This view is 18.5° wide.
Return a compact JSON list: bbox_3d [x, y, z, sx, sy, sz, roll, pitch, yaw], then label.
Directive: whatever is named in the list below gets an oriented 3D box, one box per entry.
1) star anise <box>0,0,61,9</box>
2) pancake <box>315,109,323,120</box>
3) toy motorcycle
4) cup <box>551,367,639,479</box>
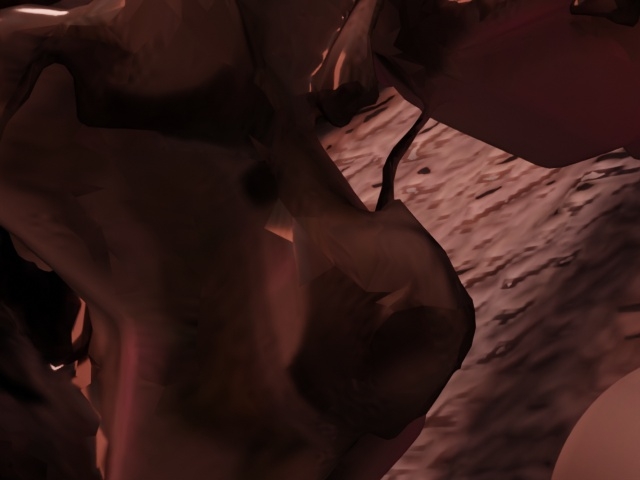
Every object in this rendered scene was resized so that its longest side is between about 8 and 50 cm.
[{"bbox_3d":[-0.182,-0.099,0.991,0.332,0.117,0.331,-30,35,24],"label":"star anise"},{"bbox_3d":[0.009,-0.135,0.792,0.242,0.050,0.242,-22,45,24],"label":"pancake"},{"bbox_3d":[0.000,0.000,0.481,0.327,0.188,0.143,-39,8,-22],"label":"toy motorcycle"},{"bbox_3d":[0.102,0.053,0.327,0.104,0.074,0.116,-25,15,-13],"label":"cup"}]
